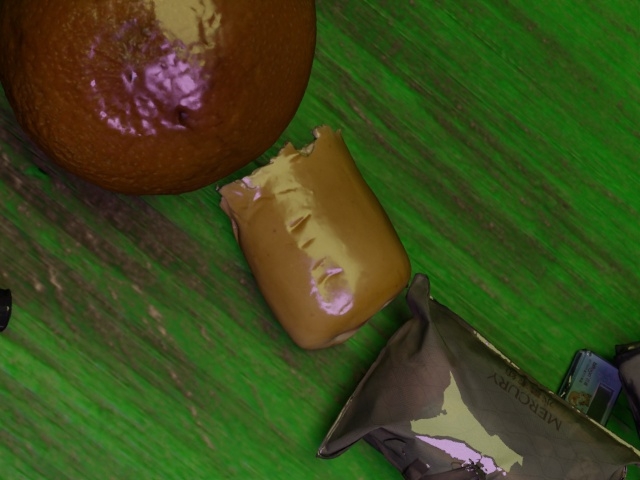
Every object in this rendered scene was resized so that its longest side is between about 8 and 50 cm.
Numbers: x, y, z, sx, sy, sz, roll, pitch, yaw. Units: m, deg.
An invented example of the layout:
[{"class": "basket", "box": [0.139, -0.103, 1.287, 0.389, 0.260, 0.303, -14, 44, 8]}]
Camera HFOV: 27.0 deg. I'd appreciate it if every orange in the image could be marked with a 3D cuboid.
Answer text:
[{"class": "orange", "box": [-0.127, -0.164, 1.056, 0.264, 0.264, 0.264, 3, 79, -17]}]

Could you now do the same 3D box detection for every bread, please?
[{"class": "bread", "box": [0.001, -0.001, 1.147, 0.134, 0.085, 0.173, -32, 90, -21]}]

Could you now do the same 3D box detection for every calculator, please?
[{"class": "calculator", "box": [0.228, 0.182, 1.222, 0.057, 0.018, 0.172, 33, 70, -11]}]

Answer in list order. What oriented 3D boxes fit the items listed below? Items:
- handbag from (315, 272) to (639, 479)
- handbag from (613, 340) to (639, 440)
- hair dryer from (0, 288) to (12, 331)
[{"class": "handbag", "box": [0.138, 0.179, 1.139, 0.270, 0.117, 0.182, 38, 82, -1]}, {"class": "handbag", "box": [0.461, 0.203, 1.211, 0.325, 0.162, 0.327, -18, 85, -15]}, {"class": "hair dryer", "box": [-0.353, 0.119, 1.037, 0.195, 0.075, 0.219, 10, 87, -25]}]
